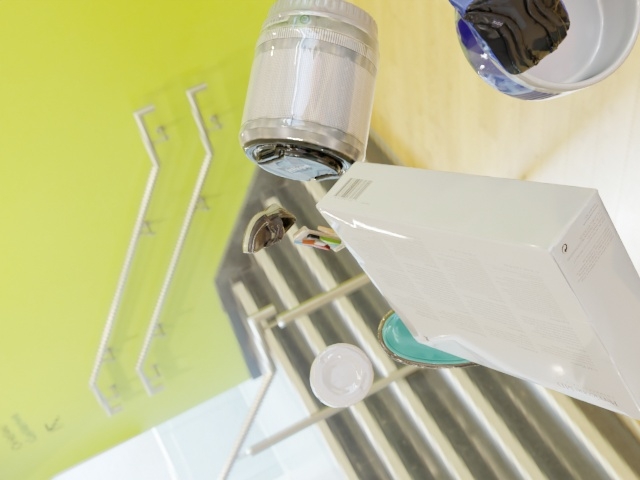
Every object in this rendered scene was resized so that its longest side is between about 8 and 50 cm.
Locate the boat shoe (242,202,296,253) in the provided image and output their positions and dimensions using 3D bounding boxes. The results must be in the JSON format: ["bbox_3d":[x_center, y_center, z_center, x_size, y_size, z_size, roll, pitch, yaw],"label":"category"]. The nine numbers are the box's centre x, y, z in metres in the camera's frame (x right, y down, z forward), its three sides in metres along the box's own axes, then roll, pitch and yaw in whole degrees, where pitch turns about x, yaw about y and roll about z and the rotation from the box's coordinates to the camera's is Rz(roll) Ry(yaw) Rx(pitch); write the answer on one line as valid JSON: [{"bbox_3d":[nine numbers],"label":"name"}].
[{"bbox_3d":[-0.081,-0.019,1.382,0.152,0.049,0.056,-53,-24,-58],"label":"boat shoe"}]

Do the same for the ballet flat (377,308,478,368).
[{"bbox_3d":[0.361,0.153,1.718,0.182,0.483,0.164,19,-123,-79],"label":"ballet flat"}]

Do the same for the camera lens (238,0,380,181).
[{"bbox_3d":[-0.017,-0.253,1.471,0.219,0.219,0.274,132,147,-76],"label":"camera lens"}]

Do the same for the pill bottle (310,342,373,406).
[{"bbox_3d":[0.035,0.244,1.518,0.108,0.108,0.193,62,173,10],"label":"pill bottle"}]

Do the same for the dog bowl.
[{"bbox_3d":[0.342,-0.349,1.290,0.265,0.265,0.104,65,168,-3],"label":"dog bowl"}]

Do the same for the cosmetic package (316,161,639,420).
[{"bbox_3d":[0.202,0.048,1.019,0.377,0.097,0.284,14,146,52],"label":"cosmetic package"}]

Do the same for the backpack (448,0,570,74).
[{"bbox_3d":[0.195,-0.241,0.873,0.120,0.098,0.101,41,-160,-37],"label":"backpack"}]

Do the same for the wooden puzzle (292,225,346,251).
[{"bbox_3d":[0.000,0.000,1.263,0.116,0.078,0.014,130,155,-73],"label":"wooden puzzle"}]
